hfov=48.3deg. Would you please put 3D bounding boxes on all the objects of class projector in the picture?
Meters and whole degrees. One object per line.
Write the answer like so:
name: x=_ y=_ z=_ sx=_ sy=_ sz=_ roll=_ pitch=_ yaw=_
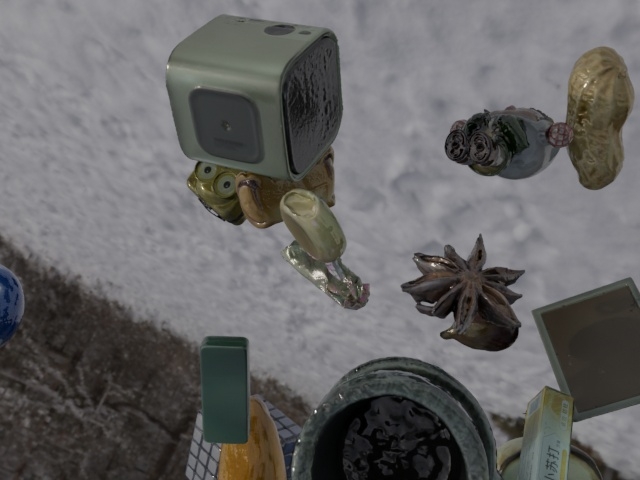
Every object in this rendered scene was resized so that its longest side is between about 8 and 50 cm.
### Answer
projector: x=-0.118 y=-0.281 z=1.391 sx=0.249 sy=0.249 sz=0.248 roll=14 pitch=133 yaw=23

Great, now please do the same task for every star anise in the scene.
star anise: x=0.225 y=0.072 z=1.068 sx=0.195 sy=0.182 sz=0.065 roll=43 pitch=147 yaw=37

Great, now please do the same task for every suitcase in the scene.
suitcase: x=-0.245 y=-0.177 z=1.988 sx=0.194 sy=0.235 sz=0.143 roll=38 pitch=178 yaw=20

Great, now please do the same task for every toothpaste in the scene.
toothpaste: x=0.409 y=0.422 z=1.318 sx=0.071 sy=0.313 sz=0.089 roll=24 pitch=139 yaw=1

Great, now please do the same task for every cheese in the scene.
cheese: x=0.000 y=0.000 z=1.294 sx=0.137 sy=0.064 sz=0.227 roll=41 pitch=166 yaw=40

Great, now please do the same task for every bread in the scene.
bread: x=-0.063 y=-0.113 z=1.484 sx=0.081 sy=0.225 sz=0.134 roll=21 pitch=127 yaw=63

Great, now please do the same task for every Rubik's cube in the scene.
Rubik's cube: x=-0.212 y=0.603 z=2.006 sx=0.237 sy=0.237 sz=0.238 roll=-6 pitch=-155 yaw=-44

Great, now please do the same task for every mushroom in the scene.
mushroom: x=0.462 y=0.517 z=1.566 sx=0.266 sy=0.190 sz=0.164 roll=-15 pitch=-177 yaw=-10

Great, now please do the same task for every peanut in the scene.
peanut: x=0.641 y=-0.279 z=1.642 sx=0.153 sy=0.325 sz=0.140 roll=0 pitch=-179 yaw=44

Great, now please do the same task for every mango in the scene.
mango: x=-0.135 y=0.489 z=1.418 sx=0.143 sy=0.360 sz=0.187 roll=-3 pitch=161 yaw=-7

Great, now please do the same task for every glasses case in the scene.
glasses case: x=-0.154 y=0.245 z=1.167 sx=0.077 sy=0.184 sz=0.039 roll=2 pitch=-159 yaw=1

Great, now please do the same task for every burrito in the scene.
burrito: x=0.013 y=0.079 z=1.835 sx=0.309 sy=0.096 sz=0.066 roll=35 pitch=172 yaw=38

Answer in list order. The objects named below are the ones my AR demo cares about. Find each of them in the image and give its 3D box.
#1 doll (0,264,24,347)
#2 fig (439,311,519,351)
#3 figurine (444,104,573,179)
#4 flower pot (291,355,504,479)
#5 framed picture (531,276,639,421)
doll: x=-0.573 y=0.083 z=1.048 sx=0.256 sy=0.161 sz=0.215 roll=17 pitch=153 yaw=-3
fig: x=0.316 y=0.177 z=1.427 sx=0.103 sy=0.154 sz=0.109 roll=-66 pitch=-45 yaw=-77
figurine: x=0.402 y=-0.210 z=1.559 sx=0.281 sy=0.167 sz=0.370 roll=9 pitch=-166 yaw=36
flower pot: x=0.117 y=0.310 z=0.969 sx=0.299 sy=0.299 sz=0.283 roll=23 pitch=175 yaw=11
framed picture: x=0.598 y=0.227 z=1.504 sx=0.232 sy=0.296 sz=0.019 roll=-21 pitch=133 yaw=15
